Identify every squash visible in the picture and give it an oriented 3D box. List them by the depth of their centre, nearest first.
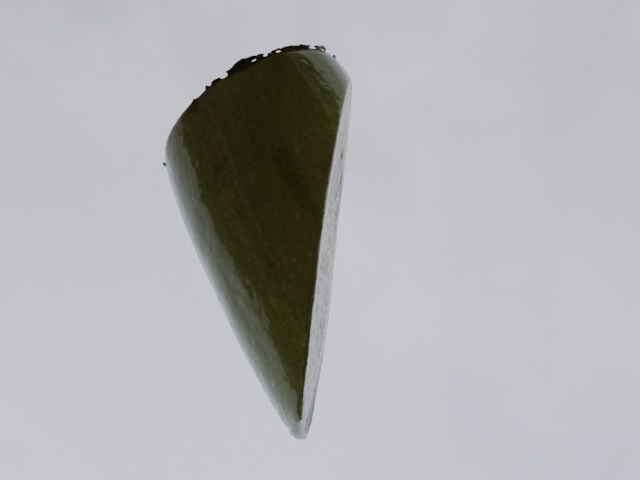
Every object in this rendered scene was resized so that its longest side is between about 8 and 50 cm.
[{"bbox_3d":[0.000,0.000,0.758,0.189,0.189,0.260,-30,-113,-2],"label":"squash"}]
